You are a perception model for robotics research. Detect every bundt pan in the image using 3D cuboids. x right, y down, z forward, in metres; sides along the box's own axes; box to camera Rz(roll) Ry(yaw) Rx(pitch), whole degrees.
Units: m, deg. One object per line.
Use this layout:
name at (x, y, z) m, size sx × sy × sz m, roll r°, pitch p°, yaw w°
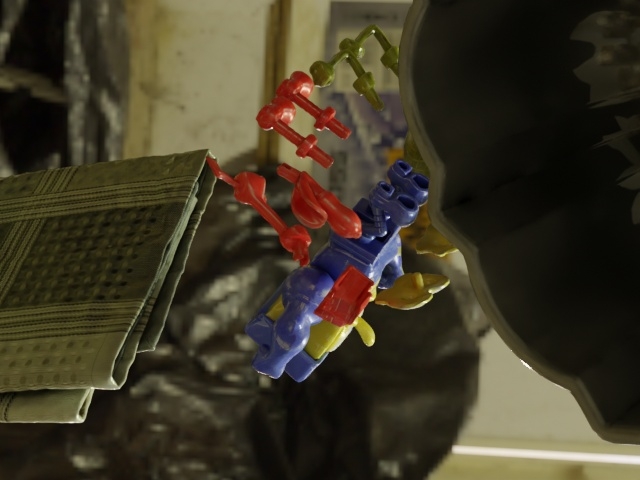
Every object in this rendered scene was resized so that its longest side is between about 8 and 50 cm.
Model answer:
bundt pan at (0.192, -0.066, 0.598) m, size 0.124 × 0.331 × 0.331 m, roll -25°, pitch 124°, yaw -41°

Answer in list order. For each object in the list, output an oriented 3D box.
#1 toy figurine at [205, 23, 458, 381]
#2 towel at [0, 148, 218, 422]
toy figurine at (0.000, 0.000, 1.207) m, size 0.217 × 0.191 × 0.362 m, roll -55°, pitch 179°, yaw 33°
towel at (-0.267, 0.044, 1.369) m, size 0.312 × 0.324 × 0.056 m, roll -70°, pitch 145°, yaw -45°
